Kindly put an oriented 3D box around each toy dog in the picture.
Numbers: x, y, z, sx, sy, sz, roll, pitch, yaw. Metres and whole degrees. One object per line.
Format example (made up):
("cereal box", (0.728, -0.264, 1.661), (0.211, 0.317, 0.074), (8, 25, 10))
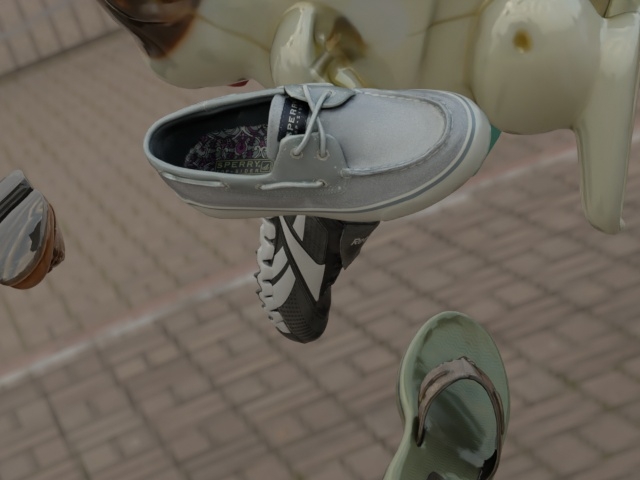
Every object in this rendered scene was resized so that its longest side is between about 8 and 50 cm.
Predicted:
("toy dog", (0.029, -0.198, 1.397), (0.408, 0.395, 0.284), (4, 45, 11))

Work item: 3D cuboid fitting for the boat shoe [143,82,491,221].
("boat shoe", (-0.010, -0.057, 1.205), (0.228, 0.079, 0.081), (-6, -22, 31))

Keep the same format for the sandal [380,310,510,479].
("sandal", (0.130, 0.176, 1.827), (0.086, 0.120, 0.302), (-54, 13, 38))

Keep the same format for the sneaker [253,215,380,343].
("sneaker", (0.000, 0.000, 1.667), (0.106, 0.234, 0.078), (9, 39, 20))

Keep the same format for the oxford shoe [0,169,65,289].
("oxford shoe", (-0.251, 0.001, 1.719), (0.076, 0.076, 0.212), (-39, 21, 5))

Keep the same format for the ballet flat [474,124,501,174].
("ballet flat", (0.152, -0.178, 1.698), (0.087, 0.247, 0.083), (-6, -18, 21))
